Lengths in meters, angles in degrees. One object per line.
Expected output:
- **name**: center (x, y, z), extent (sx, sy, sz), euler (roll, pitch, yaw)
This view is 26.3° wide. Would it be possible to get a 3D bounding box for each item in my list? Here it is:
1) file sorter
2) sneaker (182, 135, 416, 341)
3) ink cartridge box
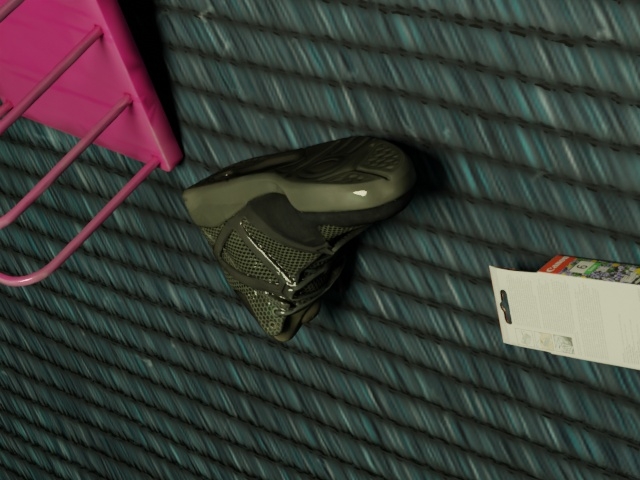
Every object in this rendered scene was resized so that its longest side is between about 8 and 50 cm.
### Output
- **file sorter**: center (-0.272, -0.134, 1.016), extent (0.202, 0.182, 0.291), euler (21, 147, 33)
- **sneaker**: center (0.000, 0.000, 0.981), extent (0.227, 0.087, 0.130), euler (-9, 110, 49)
- **ink cartridge box**: center (0.168, 0.044, 0.890), extent (0.115, 0.029, 0.063), euler (8, 121, 41)
